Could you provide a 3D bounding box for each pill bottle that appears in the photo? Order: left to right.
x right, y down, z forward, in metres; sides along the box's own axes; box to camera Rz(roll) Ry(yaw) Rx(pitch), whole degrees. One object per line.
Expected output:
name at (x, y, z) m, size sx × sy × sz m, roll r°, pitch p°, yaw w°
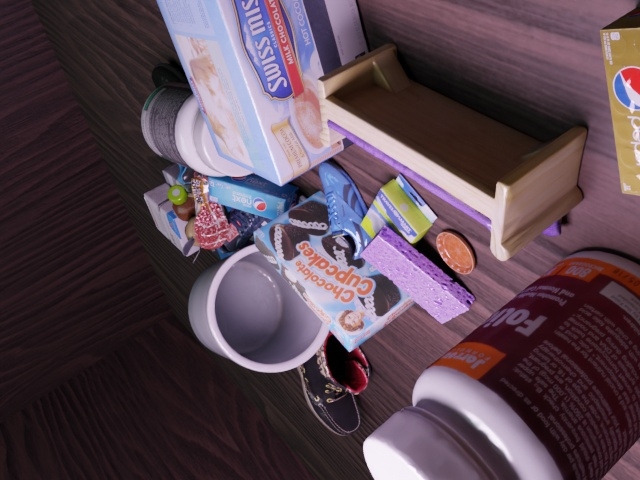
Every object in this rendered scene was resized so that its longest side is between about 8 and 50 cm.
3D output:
pill bottle at (-0.268, -0.261, 1.511) m, size 0.361 × 0.204 × 0.204 m, roll 24°, pitch 141°, yaw 54°
pill bottle at (0.258, 0.202, 0.798) m, size 0.224 × 0.392 × 0.224 m, roll 44°, pitch 154°, yaw 28°

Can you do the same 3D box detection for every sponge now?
sponge at (0.174, 0.065, 1.193) m, size 0.210 × 0.031 × 0.117 m, roll 39°, pitch 156°, yaw 0°

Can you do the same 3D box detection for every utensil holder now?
utensil holder at (-0.186, 0.185, 1.782) m, size 0.328 × 0.327 × 0.385 m, roll 59°, pitch 158°, yaw -5°

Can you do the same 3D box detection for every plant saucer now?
plant saucer at (0.233, 0.019, 1.106) m, size 0.083 × 0.013 × 0.083 m, roll 44°, pitch 155°, yaw 27°

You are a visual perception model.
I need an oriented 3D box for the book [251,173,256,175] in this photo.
book at (-0.214, -0.159, 1.677) m, size 0.035 × 0.096 × 0.144 m, roll 55°, pitch 157°, yaw 11°

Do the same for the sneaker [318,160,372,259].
sneaker at (0.044, -0.060, 1.304) m, size 0.209 × 0.082 × 0.069 m, roll 60°, pitch 160°, yaw -3°

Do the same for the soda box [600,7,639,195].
soda box at (0.331, -0.133, 0.640) m, size 0.061 × 0.058 × 0.181 m, roll 22°, pitch 140°, yaw 54°

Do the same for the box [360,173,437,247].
box at (0.140, -0.034, 1.190) m, size 0.109 × 0.042 × 0.178 m, roll 51°, pitch 158°, yaw 12°

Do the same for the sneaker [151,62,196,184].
sneaker at (-0.381, -0.314, 1.745) m, size 0.341 × 0.139 × 0.125 m, roll 63°, pitch 156°, yaw -2°

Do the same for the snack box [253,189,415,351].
snack box at (0.029, 0.055, 1.345) m, size 0.322 × 0.187 × 0.060 m, roll 46°, pitch 155°, yaw 24°

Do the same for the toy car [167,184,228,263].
toy car at (-0.347, -0.036, 1.778) m, size 0.148 × 0.189 × 0.155 m, roll 5°, pitch 163°, yaw 12°

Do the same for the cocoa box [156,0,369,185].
cocoa box at (-0.083, -0.306, 1.037) m, size 0.231 × 0.228 × 0.347 m, roll 29°, pitch 145°, yaw 49°

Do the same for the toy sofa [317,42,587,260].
toy sofa at (0.163, -0.116, 0.891) m, size 0.362 × 0.150 × 0.177 m, roll 39°, pitch 150°, yaw 37°

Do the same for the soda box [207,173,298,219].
soda box at (-0.160, -0.111, 1.537) m, size 0.210 × 0.071 × 0.067 m, roll 17°, pitch 126°, yaw 17°

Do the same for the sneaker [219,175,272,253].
sneaker at (-0.194, -0.050, 1.702) m, size 0.131 × 0.148 × 0.350 m, roll 54°, pitch 153°, yaw 9°

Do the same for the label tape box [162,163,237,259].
label tape box at (-0.332, -0.081, 2.007) m, size 0.347 × 0.115 × 0.249 m, roll 38°, pitch 151°, yaw 42°

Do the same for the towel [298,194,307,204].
towel at (0.000, 0.000, 1.541) m, size 0.144 × 0.029 × 0.197 m, roll 42°, pitch 153°, yaw 31°

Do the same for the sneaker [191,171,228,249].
sneaker at (-0.281, -0.085, 1.664) m, size 0.093 × 0.088 × 0.225 m, roll -109°, pitch 19°, yaw -69°

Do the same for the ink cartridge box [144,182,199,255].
ink cartridge box at (-0.447, -0.067, 2.001) m, size 0.203 × 0.085 × 0.148 m, roll 36°, pitch 149°, yaw 41°

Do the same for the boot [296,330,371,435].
boot at (0.048, 0.402, 1.846) m, size 0.378 × 0.138 × 0.284 m, roll 67°, pitch 158°, yaw -2°
